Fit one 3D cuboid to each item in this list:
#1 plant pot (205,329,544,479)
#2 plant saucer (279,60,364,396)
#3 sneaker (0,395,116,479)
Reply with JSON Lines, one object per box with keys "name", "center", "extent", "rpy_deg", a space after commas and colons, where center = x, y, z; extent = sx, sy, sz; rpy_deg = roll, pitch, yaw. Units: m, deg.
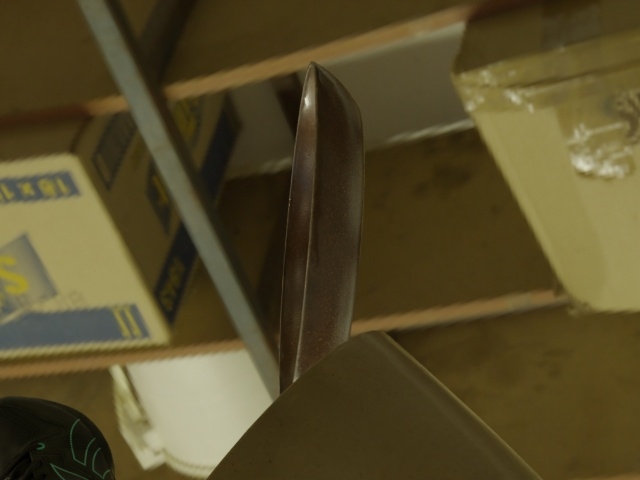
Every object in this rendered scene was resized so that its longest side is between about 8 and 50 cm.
{"name": "plant pot", "center": [0.069, 0.223, 0.617], "extent": [0.274, 0.256, 0.256], "rpy_deg": [33, -120, 17]}
{"name": "plant saucer", "center": [0.000, 0.000, 1.151], "extent": [0.050, 0.311, 0.311], "rpy_deg": [4, -141, -4]}
{"name": "sneaker", "center": [-0.211, 0.211, 1.069], "extent": [0.267, 0.106, 0.101], "rpy_deg": [37, -84, 32]}
